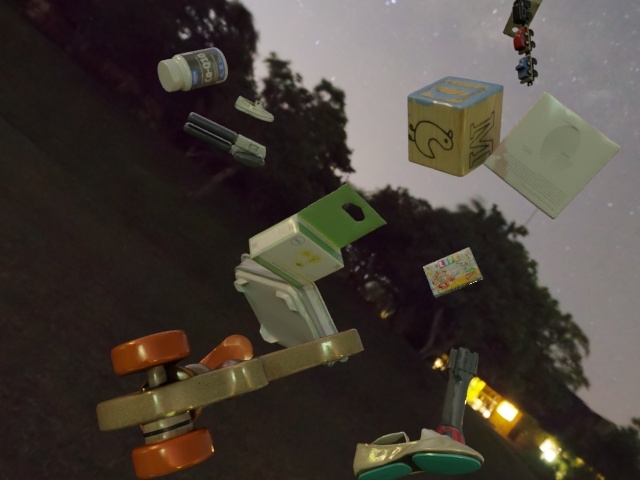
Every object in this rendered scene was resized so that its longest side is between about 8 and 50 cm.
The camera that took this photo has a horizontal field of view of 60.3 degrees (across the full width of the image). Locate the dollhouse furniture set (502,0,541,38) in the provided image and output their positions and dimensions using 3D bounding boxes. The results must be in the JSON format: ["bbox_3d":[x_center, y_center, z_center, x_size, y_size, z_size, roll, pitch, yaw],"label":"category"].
[{"bbox_3d":[0.557,-0.712,1.644,0.183,0.129,0.129,27,-34,10],"label":"dollhouse furniture set"}]

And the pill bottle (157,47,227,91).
[{"bbox_3d":[-0.280,-0.373,1.209,0.078,0.137,0.078,31,-46,38],"label":"pill bottle"}]

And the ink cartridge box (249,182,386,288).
[{"bbox_3d":[0.000,0.000,1.102,0.171,0.235,0.056,38,32,-47],"label":"ink cartridge box"}]

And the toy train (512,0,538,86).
[{"bbox_3d":[0.355,-0.347,0.962,0.036,0.158,0.027,1,-7,-30],"label":"toy train"}]

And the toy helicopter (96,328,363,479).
[{"bbox_3d":[-0.105,0.180,0.720,0.235,0.355,0.140,-35,-111,57],"label":"toy helicopter"}]

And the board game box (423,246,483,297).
[{"bbox_3d":[0.404,0.099,1.687,0.026,0.154,0.103,39,30,-56],"label":"board game box"}]

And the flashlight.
[{"bbox_3d":[0.354,0.443,1.446,0.103,0.304,0.103,24,-21,-20],"label":"flashlight"}]

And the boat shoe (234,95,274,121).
[{"bbox_3d":[-0.152,-0.314,1.304,0.100,0.035,0.035,19,24,-24],"label":"boat shoe"}]

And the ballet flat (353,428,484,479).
[{"bbox_3d":[0.171,0.385,1.006,0.086,0.248,0.086,45,36,-45],"label":"ballet flat"}]

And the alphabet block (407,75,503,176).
[{"bbox_3d":[0.365,-0.315,1.501,0.192,0.193,0.197,28,-43,42],"label":"alphabet block"}]

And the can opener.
[{"bbox_3d":[-0.310,-0.324,1.810,0.283,0.076,0.095,24,21,-17],"label":"can opener"}]

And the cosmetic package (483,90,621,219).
[{"bbox_3d":[0.575,-0.212,1.392,0.224,0.225,0.138,42,17,10],"label":"cosmetic package"}]

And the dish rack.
[{"bbox_3d":[-0.093,0.181,1.379,0.332,0.072,0.286,9,-52,52],"label":"dish rack"}]
